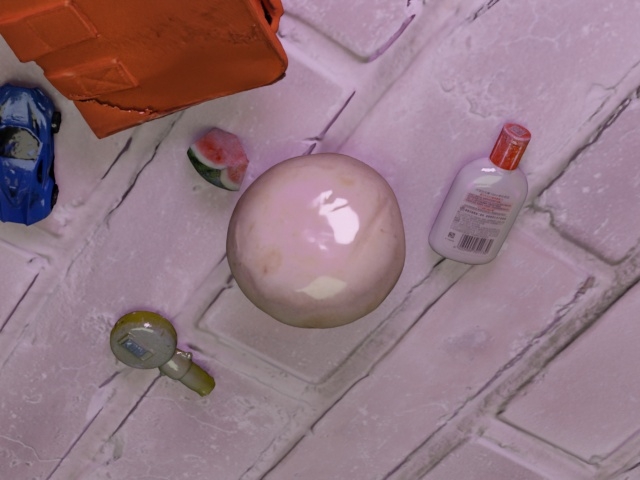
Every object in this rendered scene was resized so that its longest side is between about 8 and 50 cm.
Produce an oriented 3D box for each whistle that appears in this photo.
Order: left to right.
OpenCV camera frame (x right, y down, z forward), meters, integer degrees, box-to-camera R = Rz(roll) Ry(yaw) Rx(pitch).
[{"bbox_3d":[-0.246,0.187,1.695,0.104,0.057,0.198,-34,119,24],"label":"whistle"}]

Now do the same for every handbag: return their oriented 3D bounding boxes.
[{"bbox_3d":[-0.227,-0.290,1.211,0.303,0.116,0.410,-14,150,13],"label":"handbag"}]

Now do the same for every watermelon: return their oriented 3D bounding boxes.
[{"bbox_3d":[-0.135,-0.106,1.472,0.072,0.085,0.092,-30,163,-3],"label":"watermelon"}]

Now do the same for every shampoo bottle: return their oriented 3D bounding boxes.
[{"bbox_3d":[0.234,-0.064,1.507,0.108,0.051,0.221,14,126,-9],"label":"shampoo bottle"}]

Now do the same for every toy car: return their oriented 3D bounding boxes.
[{"bbox_3d":[-0.410,-0.112,1.463,0.103,0.063,0.216,8,127,-5],"label":"toy car"}]

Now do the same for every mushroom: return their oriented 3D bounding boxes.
[{"bbox_3d":[0.000,0.000,1.473,0.246,0.202,0.246,-1,86,13],"label":"mushroom"}]
